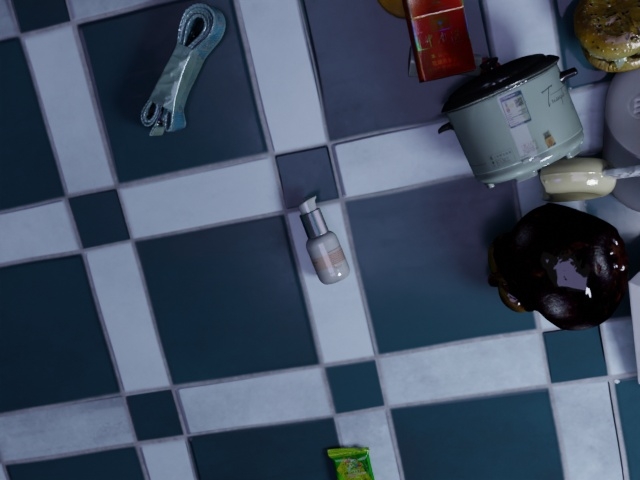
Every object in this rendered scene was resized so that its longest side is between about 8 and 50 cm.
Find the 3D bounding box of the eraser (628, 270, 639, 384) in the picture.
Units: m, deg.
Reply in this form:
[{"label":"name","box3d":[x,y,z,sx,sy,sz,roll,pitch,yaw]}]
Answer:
[{"label":"eraser","box3d":[0.684,0.184,1.578,0.076,0.078,0.298,-36,128,-21]}]

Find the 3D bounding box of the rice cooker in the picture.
[{"label":"rice cooker","box3d":[0.369,-0.244,1.514,0.280,0.241,0.227,-22,100,24]}]

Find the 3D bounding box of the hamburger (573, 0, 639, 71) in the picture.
[{"label":"hamburger","box3d":[0.580,-0.411,1.486,0.177,0.113,0.185,-42,55,-5]}]

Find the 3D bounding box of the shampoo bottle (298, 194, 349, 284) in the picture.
[{"label":"shampoo bottle","box3d":[0.000,0.000,1.711,0.074,0.074,0.192,-21,100,12]}]

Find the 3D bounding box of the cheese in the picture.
[{"label":"cheese","box3d":[0.541,-0.122,1.533,0.249,0.163,0.070,-2,83,31]}]

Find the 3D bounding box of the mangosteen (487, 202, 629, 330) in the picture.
[{"label":"mangosteen","box3d":[0.470,0.048,1.574,0.287,0.287,0.233,15,95,5]}]

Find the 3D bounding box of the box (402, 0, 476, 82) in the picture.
[{"label":"box","box3d":[0.233,-0.407,1.536,0.112,0.048,0.175,-15,98,-3]}]

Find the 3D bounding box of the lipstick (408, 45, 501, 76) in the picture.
[{"label":"lipstick","box3d":[0.274,-0.358,1.599,0.186,0.063,0.057,5,136,1]}]

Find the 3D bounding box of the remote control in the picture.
[{"label":"remote control","box3d":[0.676,-0.214,1.546,0.221,0.103,0.332,2,105,17]}]

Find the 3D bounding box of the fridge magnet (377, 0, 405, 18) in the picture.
[{"label":"fridge magnet","box3d":[0.176,-0.519,1.572,0.143,0.063,0.143,2,105,7]}]

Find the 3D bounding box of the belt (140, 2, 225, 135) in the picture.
[{"label":"belt","box3d":[-0.293,-0.359,1.673,0.087,0.072,0.302,28,105,4]}]

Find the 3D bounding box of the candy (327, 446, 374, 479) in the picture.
[{"label":"candy","box3d":[0.083,0.570,1.852,0.102,0.032,0.178,-11,101,11]}]
